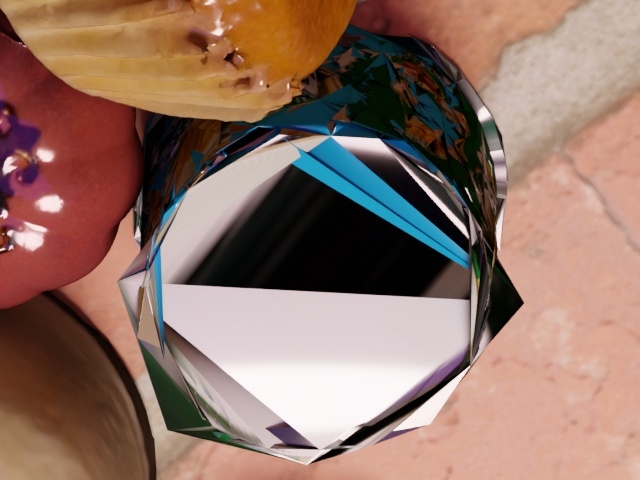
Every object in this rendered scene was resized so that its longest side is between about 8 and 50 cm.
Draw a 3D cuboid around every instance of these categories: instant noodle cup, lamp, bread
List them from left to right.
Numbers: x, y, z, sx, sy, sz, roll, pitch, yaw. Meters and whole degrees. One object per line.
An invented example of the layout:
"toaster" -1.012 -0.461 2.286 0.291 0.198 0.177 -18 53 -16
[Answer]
"lamp" -0.182 -0.053 0.872 0.182 0.140 0.182 3 107 10
"bread" -0.039 -0.250 0.756 0.183 0.236 0.388 8 96 31
"instant noodle cup" 0.000 0.000 0.898 0.240 0.178 0.240 0 108 1

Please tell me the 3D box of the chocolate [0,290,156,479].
"chocolate" -0.266 0.177 0.903 0.326 0.297 0.314 -22 102 8
